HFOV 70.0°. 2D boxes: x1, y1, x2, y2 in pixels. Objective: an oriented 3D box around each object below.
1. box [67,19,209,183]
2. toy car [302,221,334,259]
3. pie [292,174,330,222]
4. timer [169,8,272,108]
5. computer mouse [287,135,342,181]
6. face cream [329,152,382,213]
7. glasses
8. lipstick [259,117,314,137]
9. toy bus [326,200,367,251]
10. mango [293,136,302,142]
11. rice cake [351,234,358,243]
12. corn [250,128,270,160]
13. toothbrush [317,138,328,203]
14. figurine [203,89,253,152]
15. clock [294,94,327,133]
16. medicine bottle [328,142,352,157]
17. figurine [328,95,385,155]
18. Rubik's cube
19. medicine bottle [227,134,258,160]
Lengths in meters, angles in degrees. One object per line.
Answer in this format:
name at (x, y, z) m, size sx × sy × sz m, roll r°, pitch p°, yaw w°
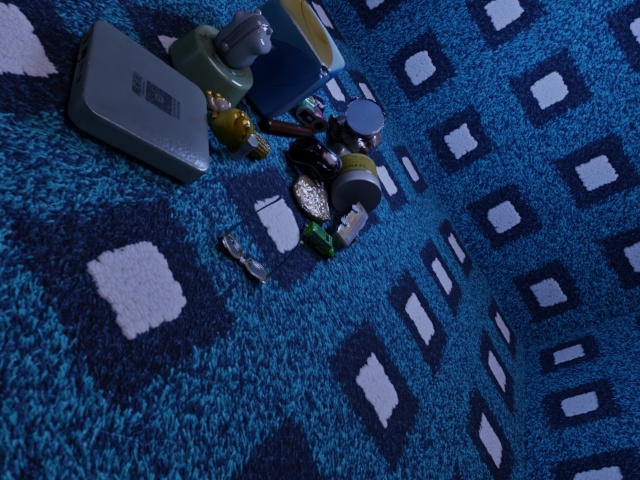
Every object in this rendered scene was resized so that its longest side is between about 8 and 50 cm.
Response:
box at (-0.473, -0.367, 1.238) m, size 0.373 × 0.091 × 0.366 m, roll 28°, pitch 40°, yaw -44°
toy car at (0.000, 0.000, 1.692) m, size 0.165 × 0.063 × 0.071 m, roll 42°, pitch 32°, yaw -31°
pie at (-0.039, -0.170, 1.802) m, size 0.185 × 0.052 × 0.218 m, roll 20°, pitch 49°, yaw -52°
timer at (-0.297, -0.644, 1.548) m, size 0.291 × 0.316 × 0.290 m, roll 41°, pitch 32°, yaw -33°
computer mouse at (-0.023, -0.331, 1.834) m, size 0.234 × 0.096 × 0.137 m, roll 28°, pitch 71°, yaw 5°
face cream at (0.149, -0.246, 2.006) m, size 0.218 × 0.218 × 0.179 m, roll 37°, pitch 34°, yaw -37°
glasses at (-0.157, -0.010, 1.327) m, size 0.189 × 0.220 × 0.088 m, roll 48°, pitch -9°, yaw -20°
lipstick at (-0.135, -0.471, 1.925) m, size 0.357 × 0.057 × 0.057 m, roll -15°, pitch 77°, yaw -61°
toy bus at (0.110, -0.061, 1.868) m, size 0.106 × 0.092 × 0.268 m, roll 52°, pitch 38°, yaw -11°
mango at (-0.039, -0.360, 1.952) m, size 0.194 × 0.092 × 0.130 m, roll 48°, pitch 34°, yaw -4°
rice cake at (0.151, -0.078, 2.030) m, size 0.056 × 0.048 × 0.269 m, roll 15°, pitch 39°, yaw -4°
corn at (-0.267, -0.375, 1.591) m, size 0.231 × 0.080 × 0.080 m, roll 46°, pitch 31°, yaw -26°
toothbrush at (0.002, -0.317, 2.032) m, size 0.042 × 0.035 × 0.412 m, roll 60°, pitch 19°, yaw -50°
figurine at (-0.300, -0.385, 1.451) m, size 0.157 × 0.131 × 0.246 m, roll 3°, pitch 43°, yaw -45°
clock at (-0.049, -0.628, 2.175) m, size 0.194 × 0.100 × 0.195 m, roll 34°, pitch 36°, yaw -37°
medicine bottle at (0.137, -0.357, 2.203) m, size 0.252 × 0.114 × 0.114 m, roll 36°, pitch 36°, yaw -37°
figurine at (0.173, -0.536, 2.216) m, size 0.277 × 0.388 × 0.248 m, roll 25°, pitch 72°, yaw -1°
Rubik's cube at (-0.145, -0.737, 1.849) m, size 0.352 × 0.352 × 0.347 m, roll 52°, pitch 29°, yaw -11°
medicine bottle at (-0.260, -0.315, 1.531) m, size 0.058 × 0.091 × 0.058 m, roll 40°, pitch 33°, yaw -34°
